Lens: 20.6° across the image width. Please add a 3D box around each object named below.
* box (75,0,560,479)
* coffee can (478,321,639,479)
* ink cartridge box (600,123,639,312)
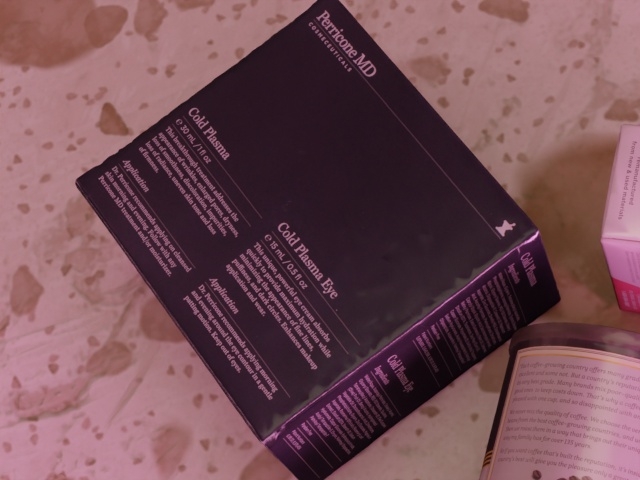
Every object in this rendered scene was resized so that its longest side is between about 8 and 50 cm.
[{"bbox_3d":[0.000,0.000,1.685,0.312,0.179,0.343,-37,64,-1],"label":"box"},{"bbox_3d":[0.230,0.233,1.512,0.201,0.201,0.275,10,71,19],"label":"coffee can"},{"bbox_3d":[0.405,0.001,1.562,0.283,0.207,0.117,8,72,17],"label":"ink cartridge box"}]
